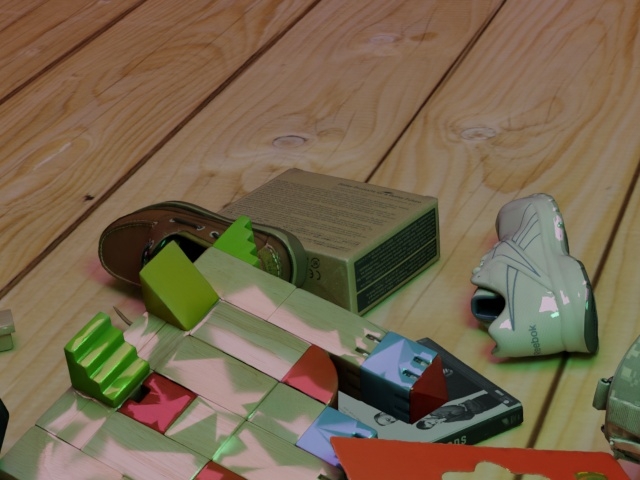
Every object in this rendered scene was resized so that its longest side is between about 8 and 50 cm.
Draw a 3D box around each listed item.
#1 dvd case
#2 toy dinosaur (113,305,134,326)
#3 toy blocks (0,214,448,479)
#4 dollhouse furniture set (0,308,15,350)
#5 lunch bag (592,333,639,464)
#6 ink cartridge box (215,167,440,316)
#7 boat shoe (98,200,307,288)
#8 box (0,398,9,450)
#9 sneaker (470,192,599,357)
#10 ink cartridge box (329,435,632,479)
[{"bbox_3d":[0.058,0.178,1.570,0.238,0.030,0.179,-19,29,-23],"label":"dvd case"},{"bbox_3d":[-0.143,0.105,1.758,0.211,0.064,0.112,0,0,4],"label":"toy dinosaur"},{"bbox_3d":[-0.069,0.172,1.279,0.261,0.191,0.381,25,51,25],"label":"toy blocks"},{"bbox_3d":[-0.496,0.130,1.636,0.355,0.174,0.303,-13,27,-13],"label":"dollhouse furniture set"},{"bbox_3d":[0.424,0.149,1.327,0.256,0.213,0.305,-19,29,-37],"label":"lunch bag"},{"bbox_3d":[0.000,0.000,1.885,0.234,0.088,0.193,13,31,36],"label":"ink cartridge box"},{"bbox_3d":[-0.165,0.016,1.820,0.307,0.111,0.104,1,12,38],"label":"boat shoe"},{"bbox_3d":[-0.441,0.229,1.214,0.395,0.097,0.318,-31,9,-7],"label":"box"},{"bbox_3d":[0.225,0.035,1.747,0.129,0.111,0.297,-12,25,2],"label":"sneaker"},{"bbox_3d":[0.220,0.243,1.119,0.308,0.091,0.385,8,29,-32],"label":"ink cartridge box"}]
